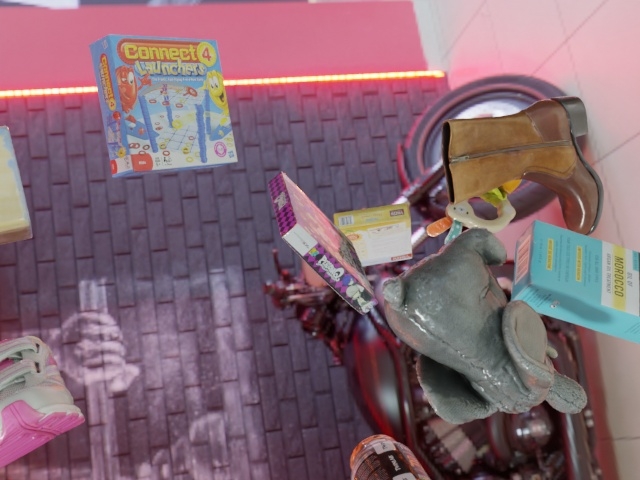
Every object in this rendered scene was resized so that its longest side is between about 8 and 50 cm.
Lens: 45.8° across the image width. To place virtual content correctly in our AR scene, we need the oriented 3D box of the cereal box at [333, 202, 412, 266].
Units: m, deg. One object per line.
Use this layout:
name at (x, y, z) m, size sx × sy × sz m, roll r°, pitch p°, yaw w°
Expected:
cereal box at (0.129, -0.007, 1.796) m, size 0.240 × 0.173 × 0.047 m, roll 74°, pitch -172°, yaw -66°

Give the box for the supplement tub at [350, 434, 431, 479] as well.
supplement tub at (0.197, 0.660, 1.991) m, size 0.316 × 0.193 × 0.193 m, roll -131°, pitch 38°, yaw -64°

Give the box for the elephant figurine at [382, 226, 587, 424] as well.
elephant figurine at (0.183, 0.117, 0.804) m, size 0.239 × 0.186 × 0.169 m, roll 55°, pitch 162°, yaw 9°

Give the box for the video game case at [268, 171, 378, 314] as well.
video game case at (0.000, 0.000, 1.325) m, size 0.210 × 0.042 × 0.232 m, roll 44°, pitch -168°, yaw -25°

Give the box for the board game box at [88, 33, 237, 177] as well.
board game box at (-0.357, -0.313, 1.764) m, size 0.086 × 0.308 × 0.302 m, roll -7°, pitch 95°, yaw 43°

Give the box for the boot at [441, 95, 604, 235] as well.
boot at (0.355, -0.106, 1.332) m, size 0.096 × 0.280 × 0.264 m, roll 25°, pitch 128°, yaw 64°

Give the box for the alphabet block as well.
alphabet block at (-0.644, -0.083, 1.374) m, size 0.193 × 0.197 × 0.192 m, roll 153°, pitch 103°, yaw -69°

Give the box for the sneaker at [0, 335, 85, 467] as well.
sneaker at (-0.308, 0.155, 0.762) m, size 0.111 × 0.103 × 0.252 m, roll 63°, pitch 158°, yaw -1°

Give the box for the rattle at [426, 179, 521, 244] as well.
rattle at (0.328, -0.077, 1.575) m, size 0.130 × 0.199 × 0.143 m, roll 69°, pitch 154°, yaw 12°

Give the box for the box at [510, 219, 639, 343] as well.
box at (0.370, 0.062, 0.965) m, size 0.060 × 0.244 × 0.100 m, roll 113°, pitch 172°, yaw -57°
